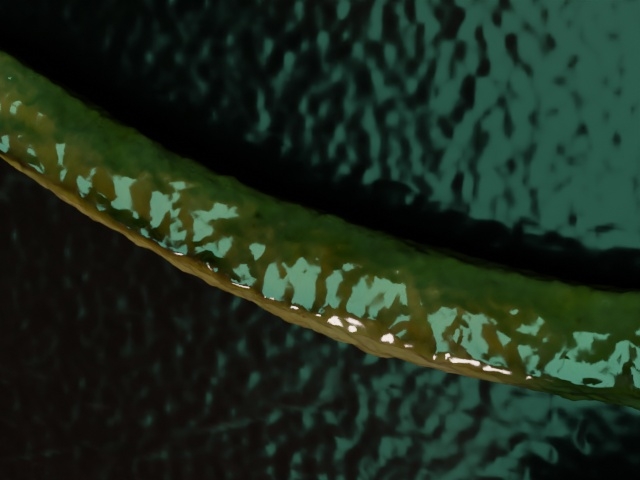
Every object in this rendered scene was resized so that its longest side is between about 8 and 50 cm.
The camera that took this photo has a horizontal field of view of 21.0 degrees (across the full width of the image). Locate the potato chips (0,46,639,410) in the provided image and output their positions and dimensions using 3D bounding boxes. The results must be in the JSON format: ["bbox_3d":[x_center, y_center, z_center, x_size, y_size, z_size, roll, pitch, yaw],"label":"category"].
[{"bbox_3d":[0.000,0.000,0.741,0.407,0.057,0.080,20,94,17],"label":"potato chips"}]
